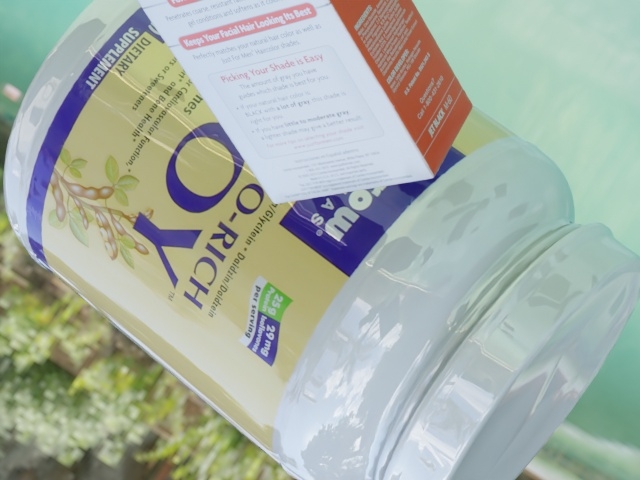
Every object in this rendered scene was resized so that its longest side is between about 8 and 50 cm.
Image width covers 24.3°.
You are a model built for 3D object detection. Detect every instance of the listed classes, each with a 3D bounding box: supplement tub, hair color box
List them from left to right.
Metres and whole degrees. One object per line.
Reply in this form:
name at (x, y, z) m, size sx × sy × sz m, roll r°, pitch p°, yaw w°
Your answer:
hair color box at (-0.017, -0.098, 0.629) m, size 0.093 × 0.053 × 0.167 m, roll -7°, pitch 129°, yaw 38°
supplement tub at (0.000, 0.000, 0.895) m, size 0.331 × 0.241 × 0.241 m, roll 37°, pitch 176°, yaw 21°
